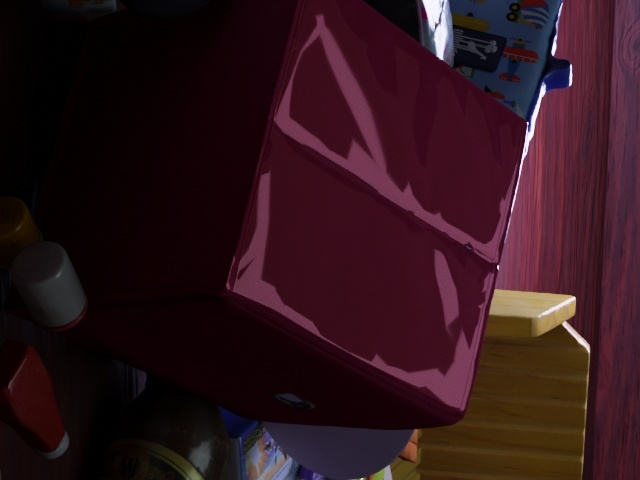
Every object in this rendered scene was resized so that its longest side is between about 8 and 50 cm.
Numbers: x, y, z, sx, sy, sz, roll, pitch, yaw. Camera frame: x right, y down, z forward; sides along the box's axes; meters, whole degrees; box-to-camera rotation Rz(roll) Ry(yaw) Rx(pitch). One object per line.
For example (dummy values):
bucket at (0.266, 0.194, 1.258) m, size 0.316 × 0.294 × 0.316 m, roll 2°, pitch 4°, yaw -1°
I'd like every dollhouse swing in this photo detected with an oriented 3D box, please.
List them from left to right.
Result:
dollhouse swing at (0.163, 0.263, 1.919) m, size 0.305 × 0.315 × 0.347 m, roll -53°, pitch 145°, yaw -73°

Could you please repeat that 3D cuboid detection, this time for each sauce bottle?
sauce bottle at (-0.137, 0.218, 1.311) m, size 0.111 × 0.111 × 0.345 m, roll 46°, pitch 51°, yaw -64°

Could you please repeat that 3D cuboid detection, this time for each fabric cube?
fabric cube at (-0.036, -0.020, 1.184) m, size 0.258 × 0.254 × 0.259 m, roll 30°, pitch 66°, yaw -41°

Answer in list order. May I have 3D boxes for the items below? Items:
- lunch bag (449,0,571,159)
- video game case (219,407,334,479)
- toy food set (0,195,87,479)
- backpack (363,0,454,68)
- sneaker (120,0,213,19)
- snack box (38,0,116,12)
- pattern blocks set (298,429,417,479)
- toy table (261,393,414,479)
lunch bag at (0.112, -0.170, 1.601) m, size 0.138 × 0.293 × 0.221 m, roll 70°, pitch 32°, yaw -51°
video game case at (-0.050, 0.254, 1.618) m, size 0.269 × 0.061 × 0.244 m, roll -40°, pitch 133°, yaw -62°
toy food set at (-0.222, 0.092, 1.036) m, size 0.104 × 0.111 × 0.232 m, roll 74°, pitch 32°, yaw -49°
backpack at (0.008, -0.218, 1.406) m, size 0.253 × 0.225 × 0.191 m, roll 71°, pitch 28°, yaw -55°
sneaker at (-0.122, -0.311, 1.135) m, size 0.131 × 0.112 × 0.319 m, roll 74°, pitch 10°, yaw -58°
snack box at (-0.161, -0.326, 1.006) m, size 0.187 × 0.060 × 0.322 m, roll 119°, pitch -29°, yaw -84°
pattern blocks set at (0.048, 0.305, 1.727) m, size 0.285 × 0.026 × 0.325 m, roll -63°, pitch 147°, yaw -33°
toy table at (0.027, 0.071, 1.485) m, size 0.161 × 0.252 × 0.274 m, roll -65°, pitch 169°, yaw -51°
